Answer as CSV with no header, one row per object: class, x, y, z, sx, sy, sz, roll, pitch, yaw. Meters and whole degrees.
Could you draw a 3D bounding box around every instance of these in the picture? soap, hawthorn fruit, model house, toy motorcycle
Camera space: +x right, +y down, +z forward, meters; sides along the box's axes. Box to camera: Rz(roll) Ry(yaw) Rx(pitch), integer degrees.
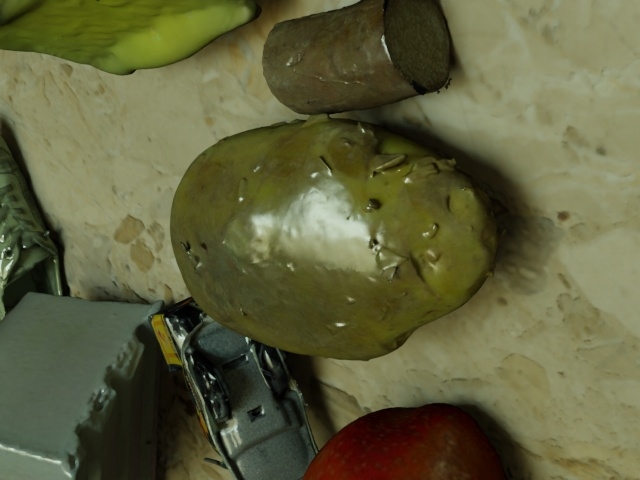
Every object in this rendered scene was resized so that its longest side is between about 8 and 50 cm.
soap,-0.260,0.226,1.057,0.159,0.257,0.302,9,121,5
hawthorn fruit,0.062,0.220,0.843,0.169,0.188,0.169,18,126,27
model house,-0.161,-0.269,0.836,0.193,0.175,0.234,-12,72,44
toy motorcycle,-0.062,0.175,0.980,0.157,0.091,0.263,-11,102,67

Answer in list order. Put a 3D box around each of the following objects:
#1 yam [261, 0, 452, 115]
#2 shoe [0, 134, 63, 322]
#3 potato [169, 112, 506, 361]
yam,0.027,-0.134,0.782,0.127,0.084,0.084,-7,105,46
shoe,-0.336,0.001,1.144,0.098,0.103,0.274,6,120,37
potato,0.000,0.000,0.826,0.296,0.141,0.191,-7,109,40
